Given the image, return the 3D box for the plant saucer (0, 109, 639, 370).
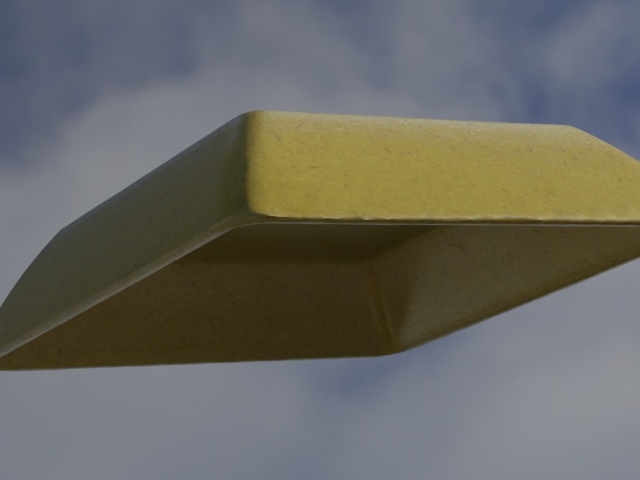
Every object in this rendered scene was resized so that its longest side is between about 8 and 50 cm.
[{"bbox_3d":[0.000,0.000,1.181,0.333,0.081,0.333,0,-16,-35],"label":"plant saucer"}]
